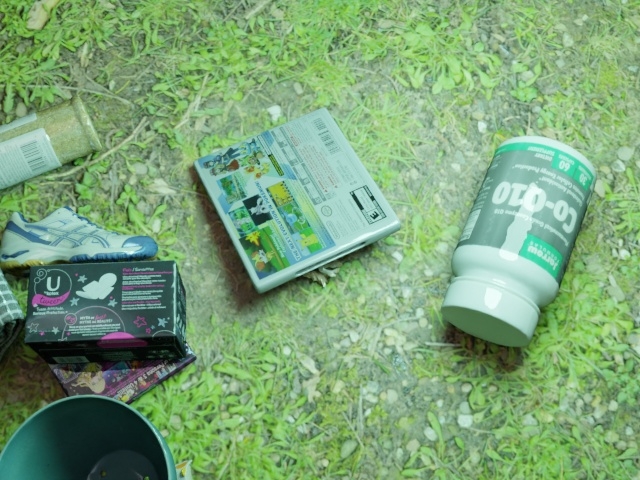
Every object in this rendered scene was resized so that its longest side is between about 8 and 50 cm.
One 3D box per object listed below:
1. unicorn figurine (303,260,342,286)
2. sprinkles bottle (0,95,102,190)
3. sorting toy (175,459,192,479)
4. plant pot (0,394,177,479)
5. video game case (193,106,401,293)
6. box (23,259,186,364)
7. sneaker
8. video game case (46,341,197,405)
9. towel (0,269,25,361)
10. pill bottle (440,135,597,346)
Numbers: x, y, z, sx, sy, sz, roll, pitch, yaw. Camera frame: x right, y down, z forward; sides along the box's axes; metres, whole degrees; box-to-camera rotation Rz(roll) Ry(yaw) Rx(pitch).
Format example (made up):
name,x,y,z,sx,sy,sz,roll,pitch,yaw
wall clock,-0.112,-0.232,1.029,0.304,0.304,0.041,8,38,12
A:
name,x,y,z,sx,sy,sz,roll,pitch,yaw
unicorn figurine,0.000,0.000,1.544,0.111,0.060,0.161,20,73,6
sprinkles bottle,-0.611,-0.163,1.537,0.356,0.121,0.121,-24,74,-11
sorting toy,-0.263,0.438,1.402,0.075,0.045,0.083,-16,72,12
plant pot,-0.361,0.411,1.309,0.291,0.195,0.290,-2,73,6
video game case,-0.052,-0.089,1.545,0.300,0.036,0.329,-24,60,-10
box,-0.366,0.127,1.385,0.248,0.163,0.142,-1,68,-4
sneaker,-0.458,-0.008,1.498,0.297,0.112,0.130,-2,71,-4
video game case,-0.383,0.197,1.469,0.232,0.042,0.210,-34,76,-13
towel,-0.625,0.102,1.377,0.121,0.284,0.235,-23,77,-39
pill bottle,0.369,0.003,1.488,0.204,0.204,0.361,23,72,5
